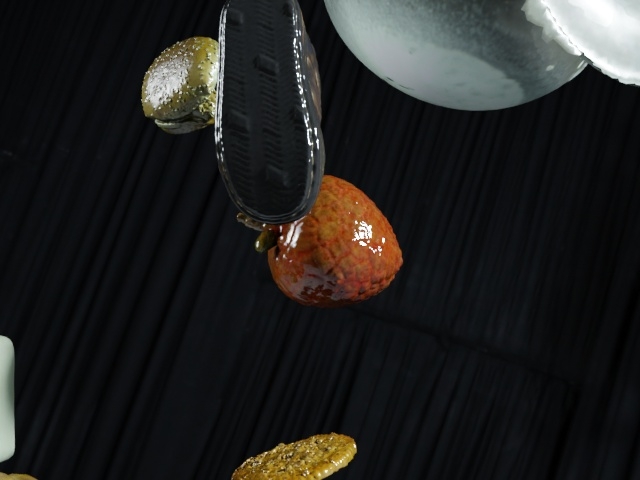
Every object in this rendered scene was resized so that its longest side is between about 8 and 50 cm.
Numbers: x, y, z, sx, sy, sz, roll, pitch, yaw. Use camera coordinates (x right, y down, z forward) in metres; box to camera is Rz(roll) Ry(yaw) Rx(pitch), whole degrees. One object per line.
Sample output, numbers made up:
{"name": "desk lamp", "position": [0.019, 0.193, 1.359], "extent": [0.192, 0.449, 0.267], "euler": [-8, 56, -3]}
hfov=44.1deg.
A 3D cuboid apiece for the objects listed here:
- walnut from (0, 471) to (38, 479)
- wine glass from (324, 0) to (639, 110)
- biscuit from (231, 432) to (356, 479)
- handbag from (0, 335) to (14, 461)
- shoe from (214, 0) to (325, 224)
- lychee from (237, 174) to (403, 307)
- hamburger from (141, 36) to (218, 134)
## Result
{"name": "walnut", "position": [-0.507, 0.477, 1.138], "extent": [0.343, 0.306, 0.306], "euler": [-21, -31, 36]}
{"name": "wine glass", "position": [0.121, -0.199, 0.513], "extent": [0.237, 0.238, 0.323], "euler": [21, 1, -22]}
{"name": "biscuit", "position": [-0.051, 0.421, 1.507], "extent": [0.253, 0.035, 0.254], "euler": [-16, 0, 0]}
{"name": "handbag", "position": [-0.662, 0.284, 1.442], "extent": [0.219, 0.256, 0.079], "euler": [2, 4, 22]}
{"name": "shoe", "position": [-0.079, -0.199, 1.304], "extent": [0.171, 0.384, 0.237], "euler": [-7, -11, 3]}
{"name": "lychee", "position": [0.000, 0.000, 1.435], "extent": [0.299, 0.255, 0.255], "euler": [24, -7, -23]}
{"name": "hamburger", "position": [-0.265, -0.304, 1.541], "extent": [0.215, 0.190, 0.122], "euler": [-1, -30, 33]}
